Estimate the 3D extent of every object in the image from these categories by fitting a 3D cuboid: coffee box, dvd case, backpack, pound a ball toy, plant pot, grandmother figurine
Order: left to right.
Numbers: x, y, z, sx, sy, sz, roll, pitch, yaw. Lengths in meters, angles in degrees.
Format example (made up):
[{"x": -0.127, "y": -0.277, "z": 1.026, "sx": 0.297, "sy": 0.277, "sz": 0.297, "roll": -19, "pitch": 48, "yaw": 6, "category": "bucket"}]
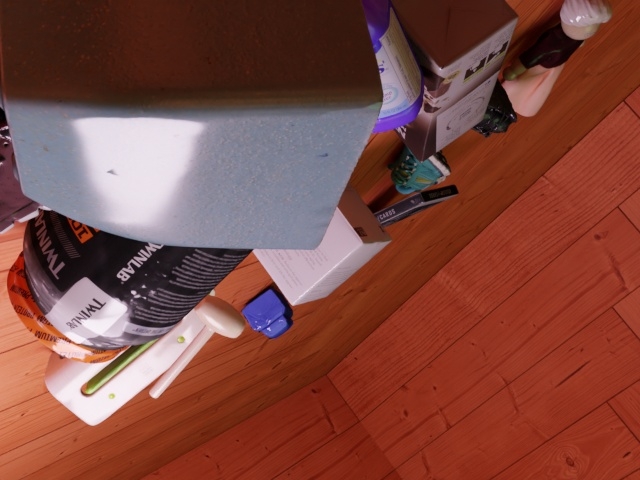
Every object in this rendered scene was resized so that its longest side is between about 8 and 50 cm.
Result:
[{"x": -0.279, "y": 0.145, "z": 1.381, "sx": 0.319, "sy": 0.136, "sz": 0.208, "roll": -39, "pitch": -158, "yaw": 8, "category": "pound a ball toy"}, {"x": -0.122, "y": -0.140, "z": 0.710, "sx": 0.252, "sy": 0.247, "sz": 0.248, "roll": -5, "pitch": 156, "yaw": -15, "category": "plant pot"}, {"x": -0.114, "y": 0.171, "z": 2.025, "sx": 0.098, "sy": 0.101, "sz": 0.120, "roll": -31, "pitch": 170, "yaw": 3, "category": "backpack"}, {"x": 0.164, "y": -0.059, "z": 1.964, "sx": 0.238, "sy": 0.030, "sz": 0.179, "roll": -26, "pitch": 175, "yaw": 34, "category": "dvd case"}, {"x": 0.136, "y": -0.242, "z": 1.154, "sx": 0.119, "sy": 0.168, "sz": 0.297, "roll": -36, "pitch": 166, "yaw": -7, "category": "coffee box"}, {"x": 0.441, "y": -0.354, "z": 1.700, "sx": 0.208, "sy": 0.104, "sz": 0.342, "roll": -40, "pitch": 172, "yaw": -27, "category": "grandmother figurine"}]

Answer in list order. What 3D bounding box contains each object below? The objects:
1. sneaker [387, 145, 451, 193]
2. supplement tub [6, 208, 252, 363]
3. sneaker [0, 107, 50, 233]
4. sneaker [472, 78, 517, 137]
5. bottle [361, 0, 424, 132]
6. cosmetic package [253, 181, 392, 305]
[{"x": 0.189, "y": -0.144, "z": 1.759, "sx": 0.110, "sy": 0.107, "sz": 0.275, "roll": -29, "pitch": 166, "yaw": 1, "category": "sneaker"}, {"x": -0.182, "y": -0.027, "z": 0.985, "sx": 0.338, "sy": 0.207, "sz": 0.207, "roll": -43, "pitch": 165, "yaw": 21, "category": "supplement tub"}, {"x": -0.331, "y": -0.053, "z": 0.789, "sx": 0.281, "sy": 0.106, "sz": 0.162, "roll": -42, "pitch": 164, "yaw": -26, "category": "sneaker"}, {"x": 0.272, "y": -0.244, "z": 1.569, "sx": 0.109, "sy": 0.130, "sz": 0.286, "roll": -43, "pitch": 164, "yaw": 32, "category": "sneaker"}, {"x": 0.022, "y": -0.222, "z": 0.935, "sx": 0.118, "sy": 0.092, "sz": 0.283, "roll": -6, "pitch": 150, "yaw": 20, "category": "bottle"}, {"x": 0.000, "y": 0.000, "z": 1.636, "sx": 0.183, "sy": 0.151, "sz": 0.151, "roll": -42, "pitch": 166, "yaw": 20, "category": "cosmetic package"}]
